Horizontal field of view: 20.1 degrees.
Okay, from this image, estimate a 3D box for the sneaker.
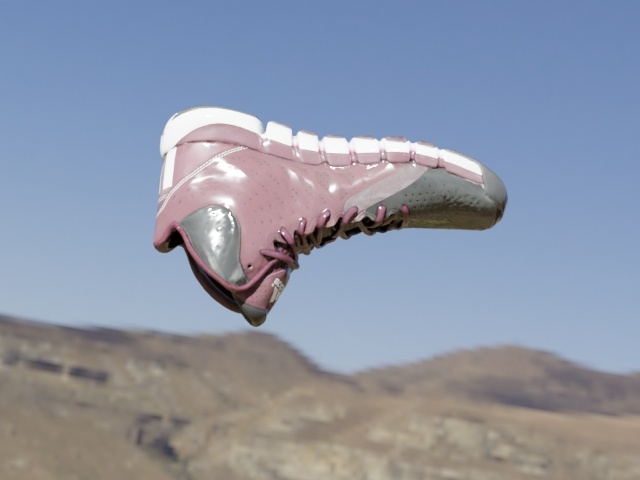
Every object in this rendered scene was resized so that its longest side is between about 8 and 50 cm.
[{"bbox_3d":[0.000,0.000,1.422,0.281,0.163,0.106,10,-25,3],"label":"sneaker"}]
